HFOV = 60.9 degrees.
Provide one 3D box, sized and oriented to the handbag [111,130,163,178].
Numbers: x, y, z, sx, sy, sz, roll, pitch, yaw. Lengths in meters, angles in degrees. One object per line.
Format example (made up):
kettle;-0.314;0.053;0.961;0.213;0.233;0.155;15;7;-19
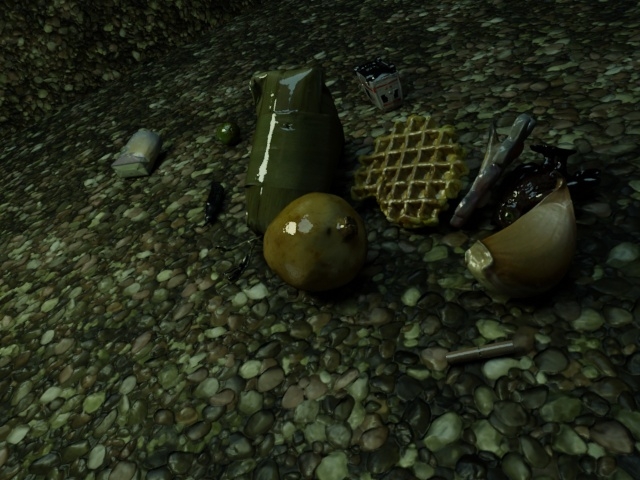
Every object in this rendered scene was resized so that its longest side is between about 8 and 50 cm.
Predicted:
handbag;-0.559;-0.268;1.698;0.117;0.095;0.173;-3;47;17

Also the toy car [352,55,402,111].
toy car;0.161;-0.438;1.519;0.089;0.108;0.210;-25;31;0

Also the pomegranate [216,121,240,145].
pomegranate;-0.274;-0.323;1.631;0.073;0.073;0.084;-21;20;1

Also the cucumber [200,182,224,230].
cucumber;-0.267;-0.087;1.337;0.043;0.039;0.163;-34;29;21

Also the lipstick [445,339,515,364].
lipstick;0.224;0.158;0.764;0.094;0.019;0.019;-14;36;12

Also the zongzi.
zongzi;-0.041;-0.104;1.208;0.181;0.418;0.448;8;84;19

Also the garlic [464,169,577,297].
garlic;0.313;0.012;0.831;0.206;0.128;0.115;-40;-6;-18

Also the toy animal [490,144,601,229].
toy animal;0.385;-0.077;0.940;0.180;0.116;0.218;-56;15;6

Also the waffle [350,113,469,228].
waffle;0.167;-0.124;1.060;0.249;0.056;0.253;-34;50;27

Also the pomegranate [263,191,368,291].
pomegranate;0.000;0.000;0.958;0.196;0.196;0.196;-15;36;11

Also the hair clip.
hair clip;0.310;-0.132;0.988;0.075;0.146;0.257;29;71;8
